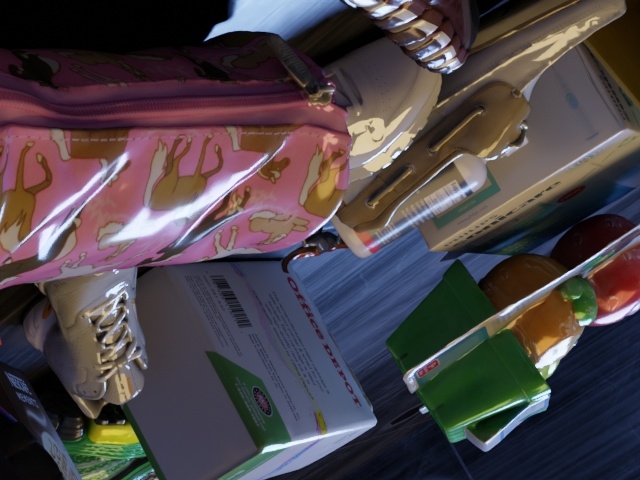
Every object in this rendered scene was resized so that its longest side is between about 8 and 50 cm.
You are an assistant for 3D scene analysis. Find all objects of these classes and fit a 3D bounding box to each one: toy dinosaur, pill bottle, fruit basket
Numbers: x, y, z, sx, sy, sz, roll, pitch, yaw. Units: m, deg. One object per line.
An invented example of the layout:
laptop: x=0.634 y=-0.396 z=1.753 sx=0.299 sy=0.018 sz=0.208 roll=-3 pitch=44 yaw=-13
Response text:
toy dinosaur: x=0.000 y=0.000 z=1.785 sx=0.082 sy=0.047 sz=0.090 roll=32 pitch=89 yaw=-46
pill bottle: x=0.083 y=-0.074 z=1.588 sx=0.180 sy=0.108 sz=0.108 roll=-32 pitch=167 yaw=6
fruit basket: x=0.244 y=0.071 z=1.813 sx=0.353 sy=0.165 sz=0.327 roll=-28 pitch=168 yaw=0

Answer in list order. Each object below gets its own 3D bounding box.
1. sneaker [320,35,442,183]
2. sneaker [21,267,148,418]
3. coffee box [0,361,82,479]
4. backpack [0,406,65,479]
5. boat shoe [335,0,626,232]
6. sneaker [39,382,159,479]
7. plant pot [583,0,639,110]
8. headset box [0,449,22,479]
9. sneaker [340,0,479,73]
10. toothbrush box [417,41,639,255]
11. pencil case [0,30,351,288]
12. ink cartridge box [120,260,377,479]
sneaker: x=-0.013 y=-0.086 z=1.402 sx=0.235 sy=0.090 sz=0.095 roll=-34 pitch=156 yaw=10
sneaker: x=-0.181 y=0.071 z=1.538 sx=0.099 sy=0.121 sz=0.262 roll=-26 pitch=166 yaw=-19
coffee box: x=-0.278 y=0.242 z=1.695 sx=0.098 sy=0.246 sz=0.141 roll=-30 pitch=168 yaw=-1
backpack: x=-0.352 y=0.241 z=1.499 sx=0.263 sy=0.276 sz=0.213 roll=-47 pitch=-166 yaw=-18
boat shoe: x=0.124 y=-0.115 z=1.472 sx=0.302 sy=0.103 sz=0.113 roll=-30 pitch=-173 yaw=18
sneaker: x=-0.160 y=0.224 z=1.963 sx=0.344 sy=0.134 sz=0.146 roll=-1 pitch=110 yaw=-35
plant pot: x=0.388 y=-0.202 z=1.588 sx=0.187 sy=0.212 sz=0.212 roll=-36 pitch=175 yaw=-45
headset box: x=-0.350 y=0.176 z=1.285 sx=0.218 sy=0.293 sz=0.110 roll=-25 pitch=137 yaw=-24
sneaker: x=0.092 y=-0.200 z=1.147 sx=0.162 sy=0.106 sz=0.281 roll=-36 pitch=165 yaw=14
toothbrush box: x=0.212 y=-0.091 z=1.758 sx=0.216 sy=0.126 sz=0.295 roll=-32 pitch=166 yaw=18
pencil case: x=-0.141 y=-0.052 z=1.089 sx=0.386 sy=0.160 sz=0.167 roll=-9 pitch=123 yaw=-55
ink cartridge box: x=-0.084 y=0.132 z=1.793 sx=0.117 sy=0.201 sz=0.278 roll=-34 pitch=167 yaw=20
